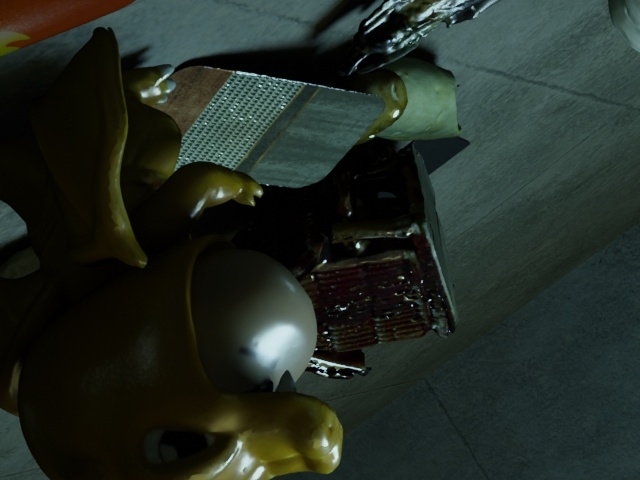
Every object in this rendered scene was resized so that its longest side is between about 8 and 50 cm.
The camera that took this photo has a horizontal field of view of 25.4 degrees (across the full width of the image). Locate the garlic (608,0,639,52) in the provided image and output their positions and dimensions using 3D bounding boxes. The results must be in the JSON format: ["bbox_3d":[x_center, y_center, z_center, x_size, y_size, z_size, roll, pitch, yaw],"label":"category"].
[{"bbox_3d":[0.419,-0.280,1.680,0.143,0.178,0.229,-16,166,39],"label":"garlic"}]

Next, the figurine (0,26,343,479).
[{"bbox_3d":[-0.181,0.068,1.191,0.401,0.387,0.268,-37,150,31],"label":"figurine"}]

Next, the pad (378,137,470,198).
[{"bbox_3d":[0.087,-0.072,1.956,0.245,0.006,0.170,-38,162,17],"label":"pad"}]

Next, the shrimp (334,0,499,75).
[{"bbox_3d":[0.168,-0.267,1.418,0.365,0.071,0.233,-38,170,2],"label":"shrimp"}]

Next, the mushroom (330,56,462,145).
[{"bbox_3d":[0.104,-0.155,1.591,0.107,0.087,0.333,-21,173,27],"label":"mushroom"}]

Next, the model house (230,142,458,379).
[{"bbox_3d":[0.000,0.000,1.702,0.283,0.317,0.297,-14,130,7],"label":"model house"}]

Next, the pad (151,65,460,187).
[{"bbox_3d":[-0.022,-0.127,1.339,0.250,0.055,0.323,5,163,-34],"label":"pad"}]

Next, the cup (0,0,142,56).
[{"bbox_3d":[-0.219,-0.167,0.776,0.288,0.203,0.203,-25,165,3],"label":"cup"}]

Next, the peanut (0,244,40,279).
[{"bbox_3d":[-0.244,0.023,1.465,0.228,0.085,0.104,-34,157,-4],"label":"peanut"}]
